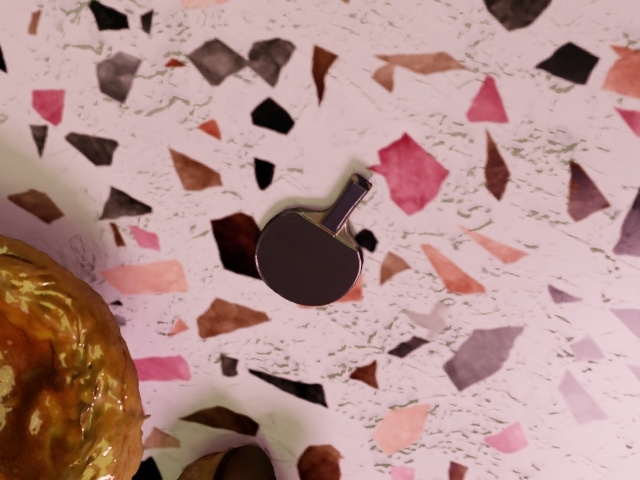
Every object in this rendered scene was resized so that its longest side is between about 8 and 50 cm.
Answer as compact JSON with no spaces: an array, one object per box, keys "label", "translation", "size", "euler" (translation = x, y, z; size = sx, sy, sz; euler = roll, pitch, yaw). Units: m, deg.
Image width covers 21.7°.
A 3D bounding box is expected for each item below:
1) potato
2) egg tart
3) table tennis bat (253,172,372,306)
[{"label":"potato","translation":[-0.102,0.237,1.627],"size":[0.103,0.066,0.096],"euler":[-10,152,34]},{"label":"egg tart","translation":[-0.323,0.141,1.568],"size":[0.352,0.150,0.351],"euler":[3,107,10]},{"label":"table tennis bat","translation":[0.000,0.000,1.463],"size":[0.095,0.014,0.158],"euler":[33,129,-3]}]
